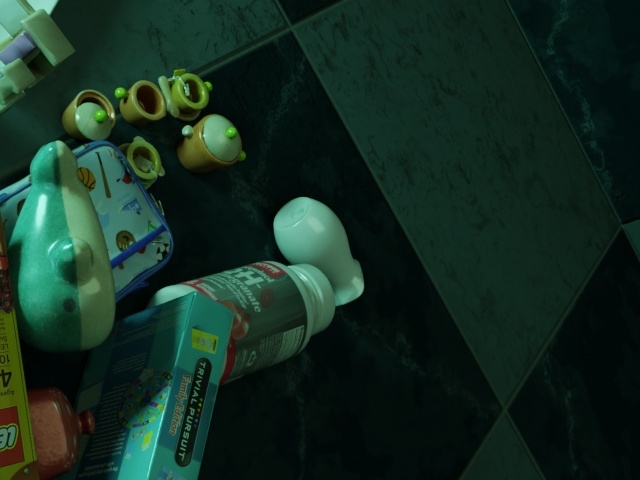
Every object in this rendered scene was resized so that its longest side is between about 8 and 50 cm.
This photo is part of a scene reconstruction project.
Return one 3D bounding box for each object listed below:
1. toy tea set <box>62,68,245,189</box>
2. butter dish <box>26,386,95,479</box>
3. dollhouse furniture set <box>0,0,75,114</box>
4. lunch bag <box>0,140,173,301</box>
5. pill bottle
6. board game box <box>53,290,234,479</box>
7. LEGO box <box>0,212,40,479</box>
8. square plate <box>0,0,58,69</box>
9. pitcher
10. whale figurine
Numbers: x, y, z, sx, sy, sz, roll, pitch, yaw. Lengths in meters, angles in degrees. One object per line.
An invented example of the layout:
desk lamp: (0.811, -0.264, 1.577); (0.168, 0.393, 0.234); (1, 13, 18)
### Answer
toy tea set: (-0.266, -0.196, 1.554); (0.336, 0.124, 0.200); (-23, 91, -49)
butter dish: (-0.360, 0.255, 1.220); (0.118, 0.160, 0.160); (-12, 81, -15)
dollhouse furniture set: (-0.530, -0.191, 1.150); (0.198, 0.286, 0.303); (51, 35, -16)
lunch bag: (-0.363, 0.000, 1.381); (0.303, 0.115, 0.243); (-41, 106, -46)
pill bottle: (-0.123, 0.131, 1.530); (0.318, 0.176, 0.176); (-15, 85, -49)
board game box: (-0.258, 0.260, 1.272); (0.079, 0.253, 0.336); (33, 52, -34)
LEGO box: (-0.589, 0.169, 0.976); (0.500, 0.193, 0.373); (-6, 85, -48)
square plate: (-0.558, -0.462, 1.414); (0.344, 0.049, 0.347); (38, 49, -29)
pitcher: (0.000, 0.000, 1.775); (0.207, 0.125, 0.178); (51, 22, -34)
whale figurine: (-0.350, 0.012, 1.176); (0.141, 0.216, 0.272); (-10, 98, -21)
